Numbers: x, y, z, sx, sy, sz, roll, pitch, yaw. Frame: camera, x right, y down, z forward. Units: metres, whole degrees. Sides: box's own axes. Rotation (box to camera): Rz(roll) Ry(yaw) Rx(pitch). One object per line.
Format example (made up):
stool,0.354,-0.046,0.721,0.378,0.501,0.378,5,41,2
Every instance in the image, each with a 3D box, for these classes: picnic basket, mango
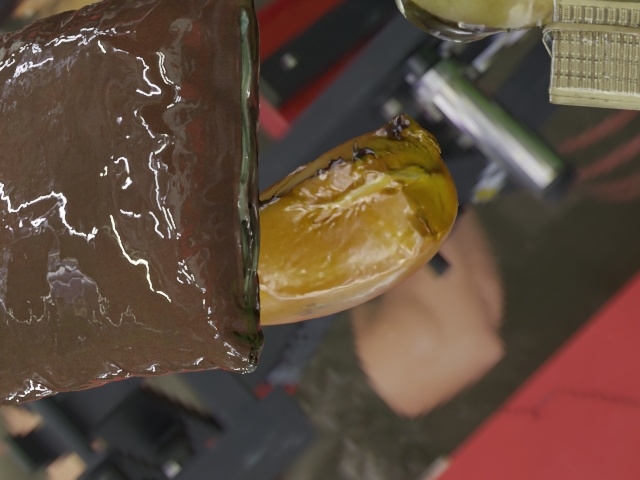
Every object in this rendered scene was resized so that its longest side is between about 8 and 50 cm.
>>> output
picnic basket,0.250,-0.146,1.444,0.115,0.164,0.079,9,105,34
mango,0.000,0.000,1.587,0.154,0.252,0.126,-18,-100,-58

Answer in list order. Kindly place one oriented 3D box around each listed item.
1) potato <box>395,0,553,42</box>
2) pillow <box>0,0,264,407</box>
potato,0.186,-0.323,1.688,0.242,0.285,0.242,38,138,44
pillow,-0.166,-0.039,1.418,0.305,0.307,0.108,-11,163,37
